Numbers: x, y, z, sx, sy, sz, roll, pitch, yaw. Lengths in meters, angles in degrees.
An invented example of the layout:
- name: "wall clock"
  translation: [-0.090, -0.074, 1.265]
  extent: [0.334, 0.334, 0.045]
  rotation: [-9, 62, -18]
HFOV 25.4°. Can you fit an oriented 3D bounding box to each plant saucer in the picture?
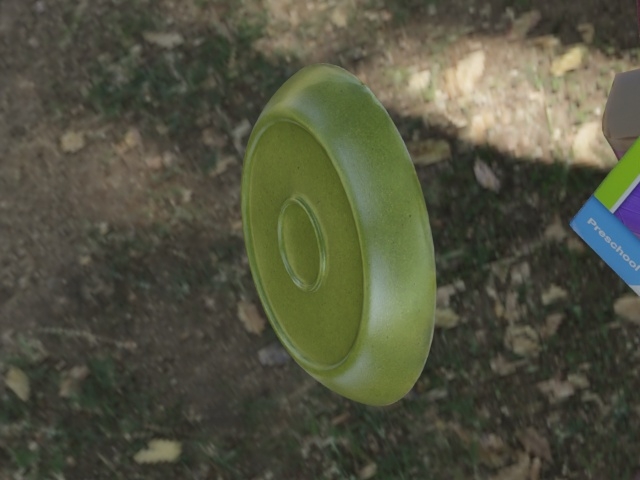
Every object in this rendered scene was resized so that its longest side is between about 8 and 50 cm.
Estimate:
- name: "plant saucer"
  translation: [0.000, 0.000, 0.977]
  extent: [0.037, 0.241, 0.241]
  rotation: [-11, 51, -26]

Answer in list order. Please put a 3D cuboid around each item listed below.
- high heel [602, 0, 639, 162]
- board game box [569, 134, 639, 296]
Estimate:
- name: "high heel"
  translation: [0.273, -0.096, 0.901]
  extent: [0.127, 0.181, 0.377]
  rotation: [-6, 35, 40]
- name: "board game box"
  translation: [0.269, 0.046, 0.485]
  extent: [0.078, 0.233, 0.347]
  rotation: [-38, 77, -25]
